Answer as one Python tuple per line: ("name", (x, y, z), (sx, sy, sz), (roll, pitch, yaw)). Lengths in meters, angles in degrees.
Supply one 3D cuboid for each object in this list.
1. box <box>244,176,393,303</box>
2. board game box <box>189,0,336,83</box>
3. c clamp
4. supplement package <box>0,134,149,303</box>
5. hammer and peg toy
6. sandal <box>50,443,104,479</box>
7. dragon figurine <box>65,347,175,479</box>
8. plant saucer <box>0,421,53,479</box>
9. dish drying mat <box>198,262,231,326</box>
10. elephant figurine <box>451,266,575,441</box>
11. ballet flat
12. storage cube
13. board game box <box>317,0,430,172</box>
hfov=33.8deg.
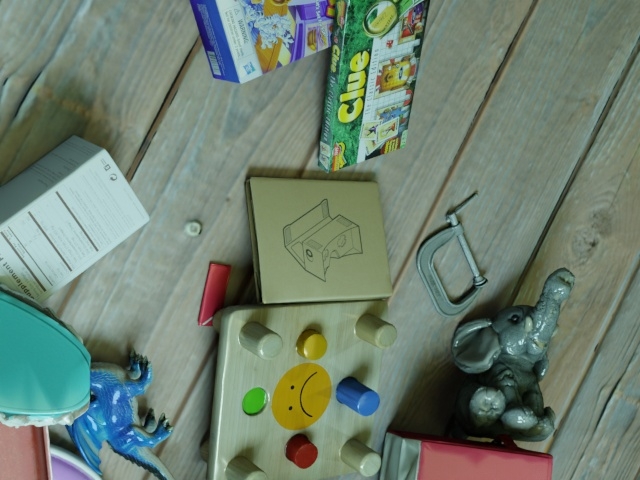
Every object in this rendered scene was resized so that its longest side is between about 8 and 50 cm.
("box", (0.000, 0.000, 1.393), (0.201, 0.021, 0.164), (0, 77, -32))
("board game box", (-0.063, -0.392, 1.256), (0.233, 0.078, 0.347), (-27, 116, -24))
("c clamp", (0.207, 0.031, 1.568), (0.137, 0.022, 0.160), (-31, 117, -22))
("supplement package", (-0.305, -0.020, 1.188), (0.179, 0.105, 0.105), (-39, 122, -17))
("hammer and peg toy", (-0.030, 0.255, 1.418), (0.266, 0.127, 0.361), (-2, 104, -34))
("sandal", (-0.292, 0.405, 1.304), (0.169, 0.102, 0.416), (-39, 123, -19))
("dragon figurine", (-0.265, 0.226, 1.286), (0.144, 0.085, 0.289), (-21, 107, -24))
("plant saucer", (-0.424, 0.296, 1.179), (0.259, 0.048, 0.259), (-4, 102, -6))
("dish drying mat", (-0.138, 0.072, 1.374), (0.032, 0.008, 0.083), (9, 98, -32))
("elephant figurine", (0.286, 0.174, 1.587), (0.169, 0.186, 0.239), (55, 39, -65))
("ballet flat", (-0.436, 0.092, 1.093), (0.409, 0.147, 0.147), (21, 91, -19))
("storage cube", (0.195, 0.376, 1.497), (0.193, 0.184, 0.214), (9, 83, -11))
("board game box", (0.068, -0.213, 1.350), (0.136, 0.030, 0.259), (-19, 136, -27))
